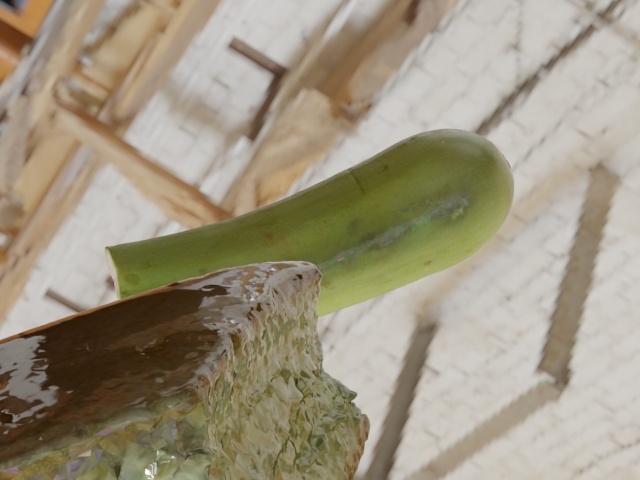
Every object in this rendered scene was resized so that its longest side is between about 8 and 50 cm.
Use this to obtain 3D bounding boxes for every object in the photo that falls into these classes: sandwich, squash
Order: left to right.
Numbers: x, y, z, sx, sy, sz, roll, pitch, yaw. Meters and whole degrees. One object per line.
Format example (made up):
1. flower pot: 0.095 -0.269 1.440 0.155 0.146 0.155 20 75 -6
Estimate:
1. sandwich: -0.082 0.080 0.396 0.258 0.094 0.096 -21 -156 -25
2. squash: 0.000 0.000 0.865 0.250 0.083 0.083 -19 -175 -12
